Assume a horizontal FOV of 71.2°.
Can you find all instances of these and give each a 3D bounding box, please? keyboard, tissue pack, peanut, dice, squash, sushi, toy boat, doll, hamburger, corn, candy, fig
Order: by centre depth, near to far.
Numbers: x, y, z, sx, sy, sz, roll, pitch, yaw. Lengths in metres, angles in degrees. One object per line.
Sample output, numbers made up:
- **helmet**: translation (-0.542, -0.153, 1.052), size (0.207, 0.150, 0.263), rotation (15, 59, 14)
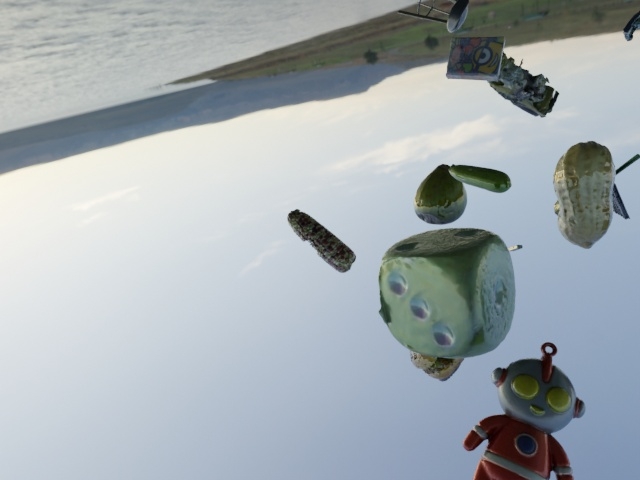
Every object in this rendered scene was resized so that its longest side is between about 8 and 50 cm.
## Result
- **doll**: translation (0.397, 0.351, 0.850), size (0.199, 0.105, 0.337), rotation (20, -109, 21)
- **toy boat**: translation (0.719, -0.490, 1.009), size (0.083, 0.038, 0.038), rotation (-55, -155, 4)
- **dice**: translation (0.300, 0.115, 1.059), size (0.249, 0.252, 0.254), rotation (-3, -167, 41)
- **peanut**: translation (0.677, -0.107, 1.149), size (0.146, 0.306, 0.147), rotation (-16, -154, 8)
- **tissue pack**: translation (0.443, -0.519, 1.280), size (0.148, 0.109, 0.060), rotation (11, -173, 24)
- **hamburger**: translation (0.340, 0.295, 1.294), size (0.191, 0.118, 0.182), rotation (-58, -170, -8)
- **candy**: translation (0.802, -0.155, 1.299), size (0.262, 0.077, 0.073), rotation (-46, -161, 32)
- **squash**: translation (0.478, -0.193, 1.348), size (0.066, 0.066, 0.201), rotation (-29, -140, -34)
- **keyboard**: translation (0.990, -0.143, 1.508), size (0.023, 0.231, 0.072), rotation (-41, -140, 16)
- **sushi**: translation (0.684, -0.539, 1.512), size (0.290, 0.139, 0.131), rotation (26, -176, -14)
- **corn**: translation (0.000, 0.000, 1.561), size (0.098, 0.289, 0.098), rotation (-51, 175, -6)
- **fig**: translation (0.537, -0.208, 2.012), size (0.239, 0.271, 0.239), rotation (-1, -163, 0)

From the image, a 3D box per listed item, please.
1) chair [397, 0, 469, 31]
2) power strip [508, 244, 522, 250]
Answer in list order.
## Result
- **chair**: translation (0.351, -0.693, 1.333), size (0.095, 0.104, 0.221), rotation (-9, -139, -46)
- **power strip**: translation (0.867, 0.033, 1.986), size (0.027, 0.017, 0.083), rotation (0, 168, -10)
